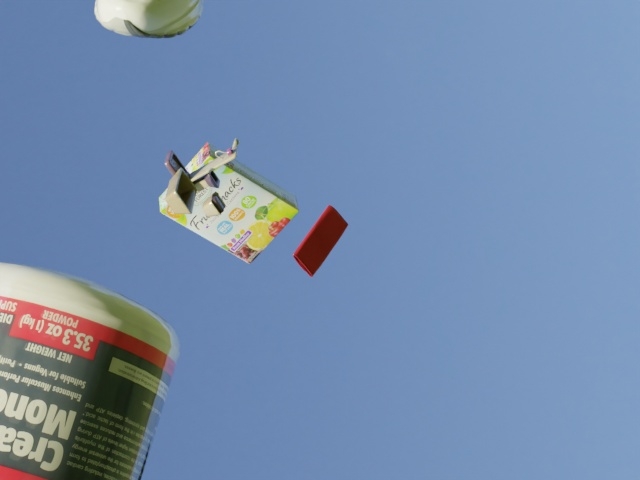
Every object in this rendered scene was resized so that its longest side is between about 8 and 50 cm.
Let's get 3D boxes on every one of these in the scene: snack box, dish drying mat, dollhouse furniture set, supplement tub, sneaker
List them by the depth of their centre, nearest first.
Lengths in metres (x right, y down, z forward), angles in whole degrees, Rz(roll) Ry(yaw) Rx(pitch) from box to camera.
[{"bbox_3d":[-0.234,0.170,1.077,0.191,0.191,0.272,30,-112,-39],"label":"supplement tub"},{"bbox_3d":[-0.149,-0.316,1.391,0.129,0.111,0.297,98,-170,-48],"label":"sneaker"},{"bbox_3d":[0.000,0.000,1.413,0.032,0.008,0.083,51,-131,-18],"label":"dish drying mat"},{"bbox_3d":[-0.115,-0.059,1.510,0.091,0.081,0.114,56,-165,-22],"label":"dollhouse furniture set"},{"bbox_3d":[-0.111,-0.044,1.688,0.141,0.100,0.037,32,-157,-28],"label":"snack box"}]
